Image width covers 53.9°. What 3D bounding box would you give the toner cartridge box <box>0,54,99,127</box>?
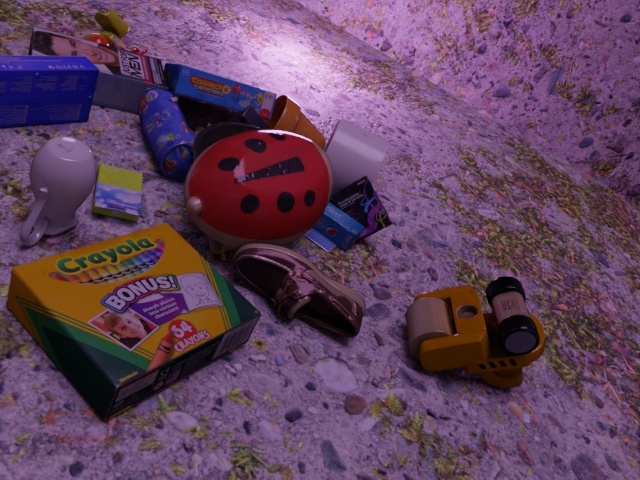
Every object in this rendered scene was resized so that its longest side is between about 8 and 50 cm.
[{"bbox_3d":[-0.743,-0.376,1.583,0.075,0.165,0.348,43,35,22],"label":"toner cartridge box"}]

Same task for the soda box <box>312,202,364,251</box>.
[{"bbox_3d":[0.017,-0.062,1.814,0.210,0.067,0.071,36,33,11],"label":"soda box"}]

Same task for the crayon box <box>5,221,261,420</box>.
[{"bbox_3d":[-0.353,0.132,1.228,0.313,0.106,0.363,41,35,19],"label":"crayon box"}]

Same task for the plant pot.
[{"bbox_3d":[-0.094,-0.324,1.995,0.188,0.205,0.205,32,29,-25],"label":"plant pot"}]

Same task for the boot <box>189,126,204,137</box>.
[{"bbox_3d":[-0.381,-0.283,1.831,0.042,0.118,0.087,31,61,-39],"label":"boot"}]

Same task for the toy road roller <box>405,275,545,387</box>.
[{"bbox_3d":[0.393,0.257,1.586,0.330,0.240,0.202,-10,34,9],"label":"toy road roller"}]

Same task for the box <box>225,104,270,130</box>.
[{"bbox_3d":[-0.218,-0.273,1.797,0.158,0.156,0.093,51,28,-20],"label":"box"}]

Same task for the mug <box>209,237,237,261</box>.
[{"bbox_3d":[-0.232,0.010,1.550,0.062,0.078,0.064,13,6,44],"label":"mug"}]

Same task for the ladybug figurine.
[{"bbox_3d":[-0.129,-0.141,1.544,0.449,0.162,0.305,-27,86,-43],"label":"ladybug figurine"}]

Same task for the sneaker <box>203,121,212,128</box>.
[{"bbox_3d":[-0.317,-0.287,1.875,0.077,0.072,0.178,26,37,-24],"label":"sneaker"}]

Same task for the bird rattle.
[{"bbox_3d":[-0.690,-0.614,2.036,0.207,0.143,0.253,-14,64,-32],"label":"bird rattle"}]

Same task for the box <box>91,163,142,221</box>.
[{"bbox_3d":[-0.490,-0.112,1.521,0.109,0.042,0.178,12,36,-23],"label":"box"}]

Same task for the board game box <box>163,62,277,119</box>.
[{"bbox_3d":[-0.330,-0.475,1.993,0.302,0.086,0.308,11,11,-26],"label":"board game box"}]

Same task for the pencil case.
[{"bbox_3d":[-0.420,-0.305,1.762,0.119,0.133,0.306,37,18,-50],"label":"pencil case"}]

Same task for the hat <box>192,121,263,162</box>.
[{"bbox_3d":[-0.218,-0.147,1.678,0.331,0.134,0.331,17,59,-30],"label":"hat"}]

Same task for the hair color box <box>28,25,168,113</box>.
[{"bbox_3d":[-0.657,-0.494,1.859,0.375,0.113,0.185,7,38,-29],"label":"hair color box"}]

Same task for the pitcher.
[{"bbox_3d":[-0.553,-0.098,1.304,0.126,0.207,0.177,25,34,-5],"label":"pitcher"}]

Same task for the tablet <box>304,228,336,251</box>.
[{"bbox_3d":[0.000,0.000,1.772,0.083,0.006,0.054,36,33,10],"label":"tablet"}]

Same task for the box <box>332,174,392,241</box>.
[{"bbox_3d":[0.120,-0.092,1.829,0.162,0.116,0.029,60,13,-5],"label":"box"}]

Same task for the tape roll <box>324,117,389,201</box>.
[{"bbox_3d":[0.084,-0.233,1.938,0.169,0.246,0.246,26,33,-6],"label":"tape roll"}]

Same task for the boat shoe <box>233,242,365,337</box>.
[{"bbox_3d":[-0.052,0.124,1.462,0.342,0.123,0.123,31,31,-9],"label":"boat shoe"}]
